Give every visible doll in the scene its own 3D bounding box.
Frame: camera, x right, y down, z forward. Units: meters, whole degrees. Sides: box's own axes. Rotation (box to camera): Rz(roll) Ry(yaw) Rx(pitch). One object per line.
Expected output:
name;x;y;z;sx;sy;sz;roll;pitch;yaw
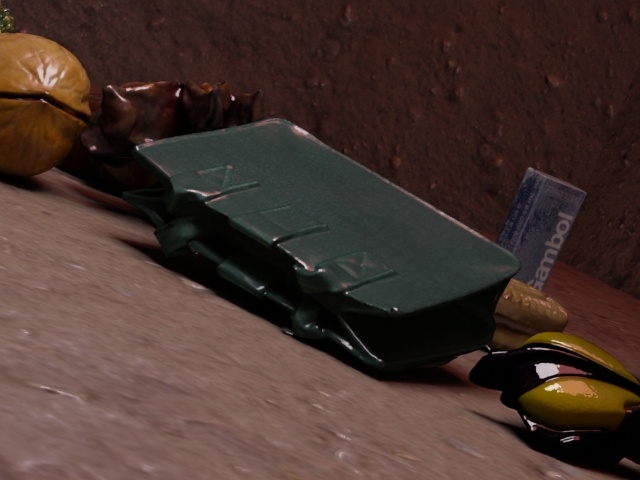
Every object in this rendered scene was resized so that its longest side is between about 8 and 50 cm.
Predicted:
doll;0.244;0.143;1.137;0.248;0.088;0.127;25;5;-4

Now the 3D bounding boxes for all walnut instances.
walnut;-0.301;-0.135;1.371;0.144;0.144;0.180;19;-2;-33

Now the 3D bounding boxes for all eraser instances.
eraser;0.299;0.009;1.967;0.092;0.212;0.046;17;9;-35

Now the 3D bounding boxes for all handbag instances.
handbag;0.000;0.000;1.256;0.326;0.089;0.238;33;27;30

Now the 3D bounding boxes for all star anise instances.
star anise;-0.154;-0.115;1.429;0.214;0.099;0.220;-10;-5;20

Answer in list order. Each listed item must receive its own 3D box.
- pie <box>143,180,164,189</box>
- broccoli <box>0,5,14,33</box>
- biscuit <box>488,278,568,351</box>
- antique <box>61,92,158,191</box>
pie;-0.052;-0.008;1.499;0.302;0.067;0.302;18;9;-3
broccoli;-0.609;-0.382;2.171;0.288;0.235;0.260;34;45;27
biscuit;0.178;0.068;1.616;0.259;0.079;0.259;22;6;-2
antique;-0.206;-0.109;1.656;0.257;0.121;0.143;6;6;-45
